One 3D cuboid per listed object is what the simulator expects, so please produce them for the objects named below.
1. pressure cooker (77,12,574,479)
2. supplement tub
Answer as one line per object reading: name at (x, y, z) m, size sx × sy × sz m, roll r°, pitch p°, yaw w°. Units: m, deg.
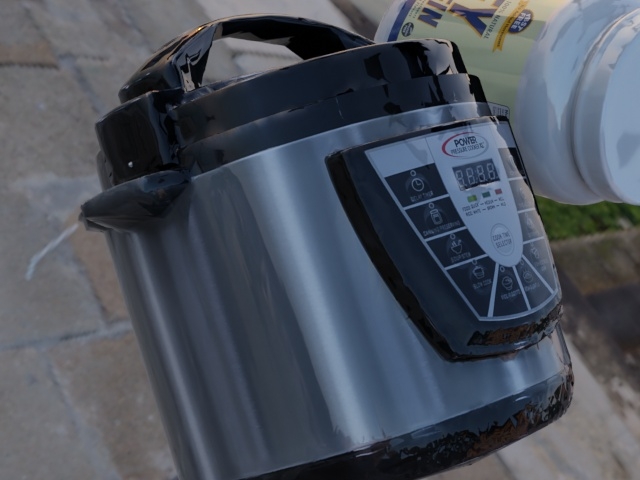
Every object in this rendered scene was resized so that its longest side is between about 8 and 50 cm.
pressure cooker at (-0.005, 0.002, 1.087) m, size 0.370 × 0.375 × 0.420 m, roll 99°, pitch -26°, yaw -85°
supplement tub at (0.238, -0.172, 1.360) m, size 0.235 × 0.235 × 0.325 m, roll 14°, pitch 5°, yaw -45°
